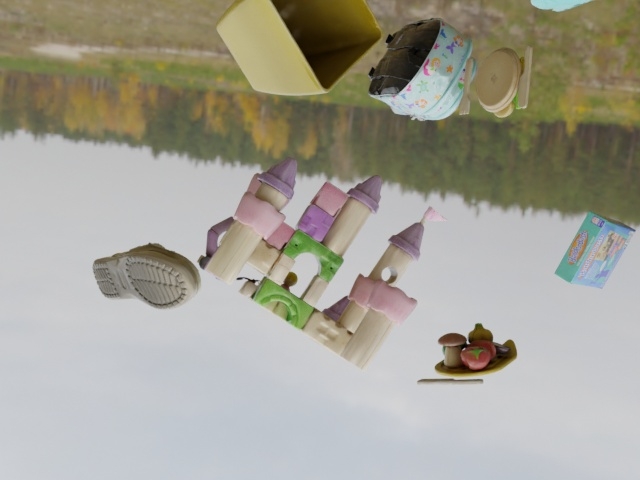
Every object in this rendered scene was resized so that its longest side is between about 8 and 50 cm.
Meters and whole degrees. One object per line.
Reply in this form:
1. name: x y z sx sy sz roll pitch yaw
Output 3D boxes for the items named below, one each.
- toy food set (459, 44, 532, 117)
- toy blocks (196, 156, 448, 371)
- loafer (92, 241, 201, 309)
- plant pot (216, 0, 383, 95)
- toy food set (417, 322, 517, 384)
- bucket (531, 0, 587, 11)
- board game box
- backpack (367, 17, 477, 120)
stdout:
1. toy food set: 0.343 -0.299 1.804 0.038 0.132 0.192 7 180 -30
2. toy blocks: 0.000 0.000 1.403 0.288 0.260 0.309 33 174 -7
3. loafer: -0.274 0.048 1.549 0.268 0.102 0.092 4 -153 47
4. plant pot: -0.054 -0.378 1.676 0.187 0.212 0.212 -10 -150 45
5. toy food set: 0.264 0.191 1.674 0.128 0.071 0.218 -3 -172 31
6. bucket: 0.520 -0.602 1.889 0.281 0.281 0.183 5 -177 -23
7. board game box: 0.620 0.025 2.139 0.047 0.160 0.210 35 -166 33
8. backpack: 0.243 -0.389 2.178 0.191 0.225 0.253 30 176 -14
